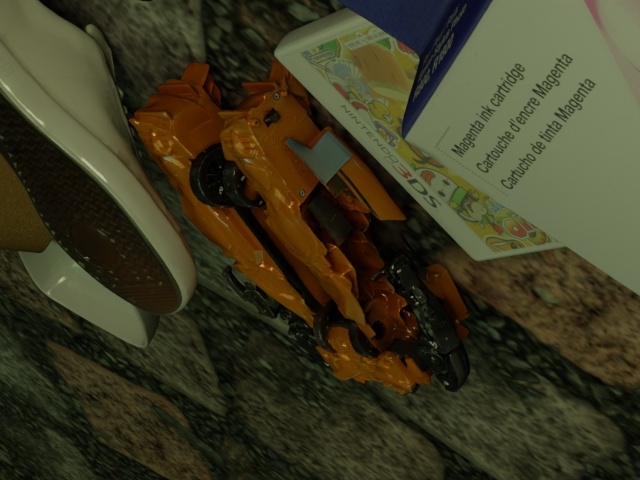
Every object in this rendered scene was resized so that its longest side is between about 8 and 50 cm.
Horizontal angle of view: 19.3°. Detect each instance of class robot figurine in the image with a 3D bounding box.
[{"bbox_3d":[0.000,0.000,1.352,0.211,0.085,0.291,6,141,51],"label":"robot figurine"}]

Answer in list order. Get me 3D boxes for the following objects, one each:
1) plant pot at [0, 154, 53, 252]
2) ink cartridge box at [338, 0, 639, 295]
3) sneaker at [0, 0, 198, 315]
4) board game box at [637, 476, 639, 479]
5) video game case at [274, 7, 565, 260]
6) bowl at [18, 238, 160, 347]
[{"bbox_3d":[-0.306,-0.096,1.462,0.254,0.237,0.237,28,158,-11],"label":"plant pot"},{"bbox_3d":[0.157,-0.098,0.931,0.330,0.071,0.324,32,153,1],"label":"ink cartridge box"},{"bbox_3d":[-0.166,-0.083,1.372,0.106,0.123,0.290,-24,106,49],"label":"sneaker"},{"bbox_3d":[0.405,0.247,1.252,0.347,0.078,0.233,14,148,42],"label":"board game box"},{"bbox_3d":[0.096,-0.072,1.158,0.206,0.026,0.227,45,155,-17],"label":"video game case"},{"bbox_3d":[-0.207,0.026,1.728,0.142,0.053,0.142,28,154,21],"label":"bowl"}]
